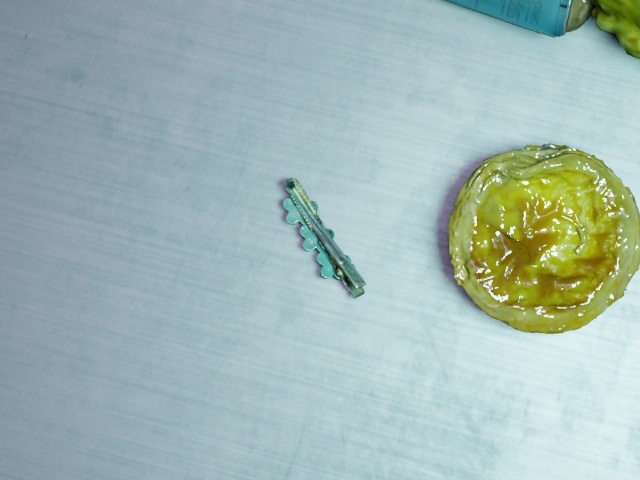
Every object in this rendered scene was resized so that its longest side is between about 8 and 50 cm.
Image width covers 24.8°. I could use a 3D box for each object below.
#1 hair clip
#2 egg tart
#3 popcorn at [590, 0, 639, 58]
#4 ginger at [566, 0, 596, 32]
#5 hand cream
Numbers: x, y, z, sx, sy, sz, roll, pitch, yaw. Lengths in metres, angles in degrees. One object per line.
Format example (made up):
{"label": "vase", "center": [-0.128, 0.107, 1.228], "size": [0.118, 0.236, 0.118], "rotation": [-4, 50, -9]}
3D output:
{"label": "hair clip", "center": [-0.001, 0.001, 1.834], "size": [0.049, 0.049, 0.173], "rotation": [-33, 79, 1]}
{"label": "egg tart", "center": [0.273, -0.004, 1.784], "size": [0.241, 0.106, 0.241], "rotation": [0, 88, 3]}
{"label": "popcorn", "center": [0.443, -0.303, 1.731], "size": [0.266, 0.233, 0.192], "rotation": [26, 76, 5]}
{"label": "ginger", "center": [0.290, -0.360, 1.822], "size": [0.104, 0.080, 0.204], "rotation": [-10, 87, -7]}
{"label": "hand cream", "center": [0.209, -0.316, 1.807], "size": [0.224, 0.048, 0.083], "rotation": [20, 109, 27]}
